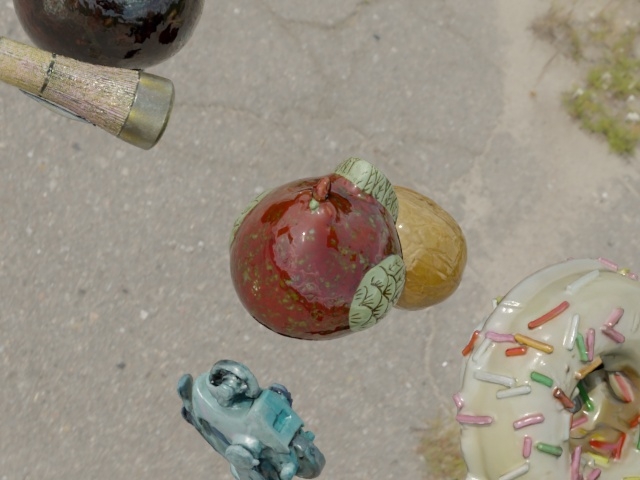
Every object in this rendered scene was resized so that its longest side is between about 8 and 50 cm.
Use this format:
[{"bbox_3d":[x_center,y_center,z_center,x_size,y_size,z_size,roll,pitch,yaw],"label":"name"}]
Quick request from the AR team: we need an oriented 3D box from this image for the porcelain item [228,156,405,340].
[{"bbox_3d":[0.000,0.000,1.319,0.253,0.253,0.253,15,52,-20],"label":"porcelain item"}]

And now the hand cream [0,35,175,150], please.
[{"bbox_3d":[-0.262,-0.166,1.101,0.203,0.084,0.084,18,51,-22],"label":"hand cream"}]

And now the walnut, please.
[{"bbox_3d":[0.131,0.009,1.639,0.225,0.193,0.193,38,47,10],"label":"walnut"}]

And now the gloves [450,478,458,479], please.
[{"bbox_3d":[0.104,0.393,1.393,0.285,0.142,0.119,-1,31,0],"label":"gloves"}]

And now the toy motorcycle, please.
[{"bbox_3d":[-0.117,0.298,1.632,0.260,0.206,0.154,50,49,-17],"label":"toy motorcycle"}]

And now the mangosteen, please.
[{"bbox_3d":[-0.300,-0.370,1.432,0.288,0.288,0.288,15,52,-20],"label":"mangosteen"}]

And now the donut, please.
[{"bbox_3d":[0.348,0.208,1.340,0.382,0.142,0.382,-5,99,-31],"label":"donut"}]
